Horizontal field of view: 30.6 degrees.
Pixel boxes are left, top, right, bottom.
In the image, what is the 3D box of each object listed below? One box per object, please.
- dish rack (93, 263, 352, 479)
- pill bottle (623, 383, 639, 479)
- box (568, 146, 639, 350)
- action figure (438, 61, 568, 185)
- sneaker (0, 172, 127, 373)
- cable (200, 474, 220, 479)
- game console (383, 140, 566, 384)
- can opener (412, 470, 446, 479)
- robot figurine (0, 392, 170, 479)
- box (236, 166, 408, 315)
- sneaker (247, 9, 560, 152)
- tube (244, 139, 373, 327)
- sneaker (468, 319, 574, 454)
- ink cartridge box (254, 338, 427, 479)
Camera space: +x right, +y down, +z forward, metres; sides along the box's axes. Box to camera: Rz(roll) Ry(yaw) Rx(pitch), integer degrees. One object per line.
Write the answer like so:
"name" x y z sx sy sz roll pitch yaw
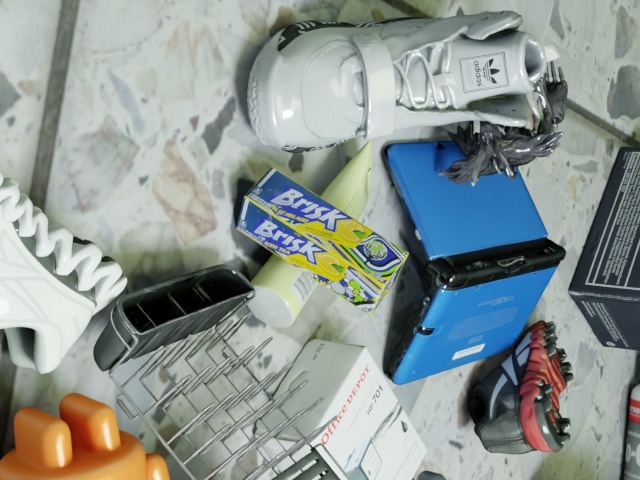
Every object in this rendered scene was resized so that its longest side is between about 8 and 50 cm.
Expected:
"dish rack" -0.069 0.157 1.056 0.271 0.074 0.208 50 26 11
"pill bottle" 0.599 0.328 1.966 0.161 0.161 0.283 7 87 -51
"box" 0.590 0.021 1.821 0.183 0.294 0.296 49 57 -41
"action figure" 0.224 -0.154 1.451 0.141 0.164 0.275 63 26 -7
"sneaker" -0.273 0.006 0.898 0.292 0.110 0.118 44 69 -43
"cable" -0.095 0.365 1.077 0.257 0.089 0.257 90 14 -64
"game console" 0.169 0.020 1.508 0.293 0.173 0.250 -8 130 -50
"can opener" 0.059 0.381 1.347 0.076 0.095 0.283 55 52 -37
"robot figurine" -0.204 0.244 0.983 0.158 0.128 0.219 -45 130 -72
"box" 0.000 0.000 1.183 0.054 0.169 0.059 -50 168 -37
"sneaker" 0.098 -0.178 1.252 0.366 0.210 0.137 -22 110 -48
"tube" 0.001 -0.007 1.273 0.062 0.070 0.240 47 53 -15
"sneaker" 0.271 0.201 1.599 0.098 0.135 0.276 62 24 -18
"ink cartridge box" 0.026 0.224 1.305 0.140 0.082 0.191 -56 134 -32
